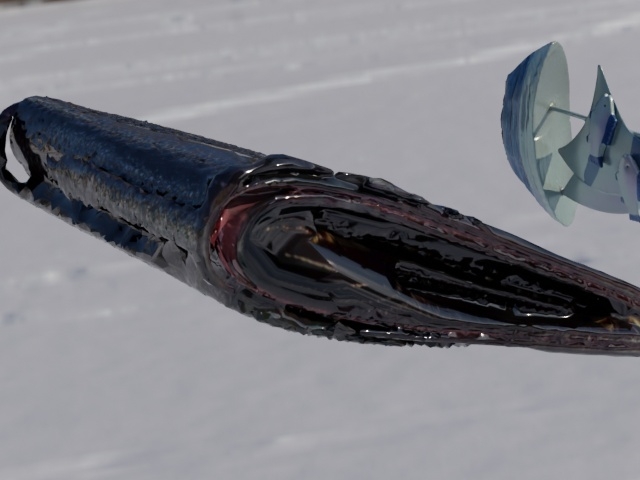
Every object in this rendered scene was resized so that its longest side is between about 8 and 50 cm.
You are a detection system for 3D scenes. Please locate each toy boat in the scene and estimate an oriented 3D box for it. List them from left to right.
[{"bbox_3d":[0.156,-0.044,1.014,0.034,0.105,0.149,-24,50,-34],"label":"toy boat"}]

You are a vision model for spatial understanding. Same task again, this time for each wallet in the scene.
[{"bbox_3d":[0.000,0.000,0.857,0.262,0.071,0.221,13,2,-35],"label":"wallet"}]
